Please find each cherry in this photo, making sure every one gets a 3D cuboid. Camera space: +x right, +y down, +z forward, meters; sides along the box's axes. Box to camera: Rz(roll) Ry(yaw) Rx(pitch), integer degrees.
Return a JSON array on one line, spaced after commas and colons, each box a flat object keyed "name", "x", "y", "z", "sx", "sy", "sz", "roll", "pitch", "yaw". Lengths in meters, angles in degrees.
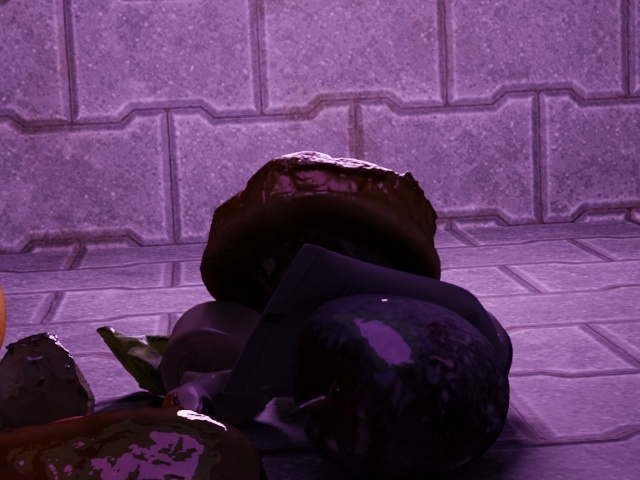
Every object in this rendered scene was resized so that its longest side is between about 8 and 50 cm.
[{"name": "cherry", "x": 0.090, "y": 0.178, "z": 1.675, "sx": 0.296, "sy": 0.218, "sz": 0.255, "roll": 0, "pitch": 21, "yaw": -38}]

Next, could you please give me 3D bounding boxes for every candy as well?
[{"name": "candy", "x": -0.208, "y": 0.187, "z": 2.051, "sx": 0.246, "sy": 0.149, "sz": 0.069, "roll": -2, "pitch": 45, "yaw": 27}]

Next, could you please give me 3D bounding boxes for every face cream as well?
[{"name": "face cream", "x": 0.090, "y": 0.141, "z": 1.852, "sx": 0.420, "sy": 0.234, "sz": 0.137, "roll": 14, "pitch": 26, "yaw": -37}]

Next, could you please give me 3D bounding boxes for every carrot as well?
[{"name": "carrot", "x": -0.215, "y": 0.259, "z": 1.194, "sx": 0.341, "sy": 0.224, "sz": 0.224, "roll": -4, "pitch": 8, "yaw": 3}]

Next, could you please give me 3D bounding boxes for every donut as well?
[{"name": "donut", "x": 0.000, "y": 0.000, "z": 1.916, "sx": 0.330, "sy": 0.159, "sz": 0.330, "roll": 0, "pitch": -32, "yaw": 0}]

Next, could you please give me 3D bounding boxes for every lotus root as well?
[{"name": "lotus root", "x": -0.393, "y": 0.205, "z": 1.939, "sx": 0.143, "sy": 0.144, "sz": 0.070, "roll": -13, "pitch": 18, "yaw": -9}]

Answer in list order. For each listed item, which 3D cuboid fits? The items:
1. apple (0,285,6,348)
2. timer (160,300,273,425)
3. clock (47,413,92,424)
[{"name": "apple", "x": -0.625, "y": 0.119, "z": 2.154, "sx": 0.286, "sy": 0.285, "sz": 0.233, "roll": -9, "pitch": 17, "yaw": -36}, {"name": "timer", "x": -0.164, "y": 0.215, "z": 1.849, "sx": 0.175, "sy": 0.175, "sz": 0.266, "roll": 0, "pitch": 25, "yaw": 18}, {"name": "clock", "x": -0.288, "y": 0.270, "z": 1.704, "sx": 0.113, "sy": 0.061, "sz": 0.155, "roll": -16, "pitch": 18, "yaw": -38}]
